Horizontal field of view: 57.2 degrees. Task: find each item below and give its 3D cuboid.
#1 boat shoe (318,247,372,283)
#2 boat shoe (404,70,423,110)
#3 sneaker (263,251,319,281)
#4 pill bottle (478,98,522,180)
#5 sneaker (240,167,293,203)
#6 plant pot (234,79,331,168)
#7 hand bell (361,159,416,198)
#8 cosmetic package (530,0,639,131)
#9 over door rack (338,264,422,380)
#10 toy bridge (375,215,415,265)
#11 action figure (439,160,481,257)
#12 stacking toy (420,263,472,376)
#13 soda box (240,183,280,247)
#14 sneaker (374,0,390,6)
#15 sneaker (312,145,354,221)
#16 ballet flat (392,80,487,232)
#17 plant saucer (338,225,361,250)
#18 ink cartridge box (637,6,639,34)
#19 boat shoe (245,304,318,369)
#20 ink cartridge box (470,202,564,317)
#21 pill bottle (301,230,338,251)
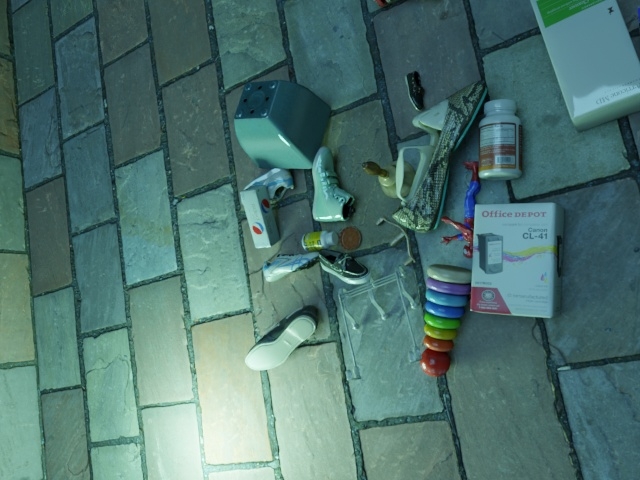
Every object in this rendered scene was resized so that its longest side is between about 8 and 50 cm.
[{"bbox_3d":[0.074,0.080,1.915,0.219,0.070,0.078,18,51,42],"label":"boat shoe"},{"bbox_3d":[0.305,-0.477,1.867,0.042,0.049,0.133,-23,69,36],"label":"boat shoe"},{"bbox_3d":[-0.104,0.076,2.050,0.237,0.085,0.086,-20,80,27],"label":"sneaker"},{"bbox_3d":[0.515,-0.286,1.680,0.121,0.121,0.216,-1,85,31],"label":"pill bottle"},{"bbox_3d":[-0.197,-0.179,2.129,0.228,0.087,0.092,-32,72,27],"label":"sneaker"},{"bbox_3d":[-0.150,-0.412,1.988,0.248,0.252,0.247,5,70,31],"label":"plant pot"},{"bbox_3d":[0.190,-0.206,1.801,0.126,0.242,0.126,-3,85,31],"label":"hand bell"},{"bbox_3d":[0.716,-0.500,1.557,0.197,0.155,0.365,-21,74,27],"label":"cosmetic package"},{"bbox_3d":[0.185,0.264,1.826,0.239,0.108,0.324,-25,53,27],"label":"over door rack"},{"bbox_3d":[0.250,-0.006,1.874,0.063,0.026,0.188,-42,67,21],"label":"toy bridge"},{"bbox_3d":[0.410,-0.086,1.746,0.139,0.091,0.280,-3,83,25],"label":"action figure"},{"bbox_3d":[0.364,0.242,1.733,0.141,0.141,0.330,11,98,32],"label":"stacking toy"},{"bbox_3d":[-0.214,-0.086,2.090,0.069,0.074,0.216,-4,109,30],"label":"soda box"},{"bbox_3d":[0.255,-0.812,1.906,0.270,0.090,0.145,47,110,29],"label":"sneaker"},{"bbox_3d":[0.055,-0.187,1.968,0.151,0.094,0.256,6,99,38],"label":"sneaker"},{"bbox_3d":[0.332,-0.265,1.748,0.182,0.164,0.483,19,99,-3],"label":"ballet flat"},{"bbox_3d":[0.100,-0.006,1.973,0.083,0.013,0.083,-4,83,32],"label":"plant saucer"},{"bbox_3d":[0.931,-0.536,1.492,0.206,0.045,0.208,-8,80,31],"label":"ink cartridge box"},{"bbox_3d":[-0.128,0.342,2.050,0.112,0.095,0.335,44,117,-11],"label":"boat shoe"},{"bbox_3d":[0.545,0.053,1.627,0.226,0.131,0.306,1,87,32],"label":"ink cartridge box"},{"bbox_3d":[0.000,0.000,2.004,0.116,0.065,0.065,-9,81,31],"label":"pill bottle"}]
